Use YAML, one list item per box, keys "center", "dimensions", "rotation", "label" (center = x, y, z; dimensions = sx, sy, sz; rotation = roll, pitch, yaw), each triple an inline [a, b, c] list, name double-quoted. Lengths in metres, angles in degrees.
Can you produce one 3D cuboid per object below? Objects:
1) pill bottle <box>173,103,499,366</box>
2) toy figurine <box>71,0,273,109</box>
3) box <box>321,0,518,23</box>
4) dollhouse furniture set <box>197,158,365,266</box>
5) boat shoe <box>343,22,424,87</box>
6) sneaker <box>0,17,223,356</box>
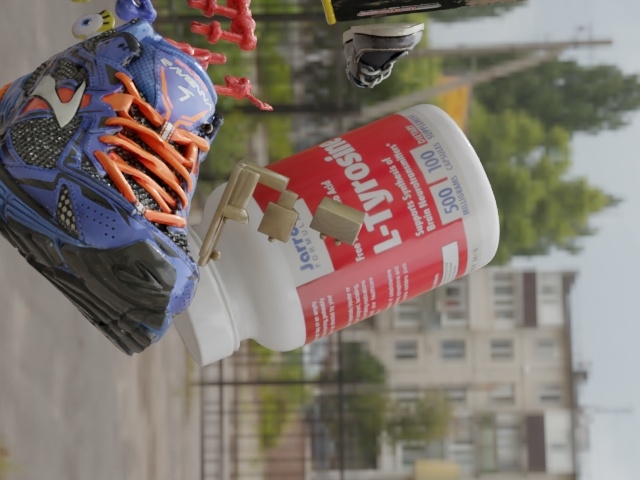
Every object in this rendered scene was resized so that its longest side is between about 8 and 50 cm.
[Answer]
- center: [0.000, 0.000, 1.954]
  dimensions: [0.229, 0.407, 0.229]
  rotation: [59, -16, 28]
  label: "pill bottle"
- center: [-0.116, -0.315, 1.455]
  dimensions: [0.217, 0.191, 0.363]
  rotation: [-61, -152, 32]
  label: "toy figurine"
- center: [0.153, -0.249, 1.219]
  dimensions: [0.257, 0.321, 0.079]
  rotation: [60, 23, -83]
  label: "box"
- center: [-0.046, 0.002, 1.679]
  dimensions: [0.144, 0.151, 0.123]
  rotation: [-63, 176, -82]
  label: "dollhouse furniture set"
- center: [0.064, -0.190, 1.600]
  dimensions: [0.206, 0.075, 0.065]
  rotation: [-154, -118, -81]
  label: "boat shoe"
- center: [-0.077, -0.035, 0.566]
  dimensions: [0.083, 0.087, 0.221]
  rotation: [46, 5, -27]
  label: "sneaker"
